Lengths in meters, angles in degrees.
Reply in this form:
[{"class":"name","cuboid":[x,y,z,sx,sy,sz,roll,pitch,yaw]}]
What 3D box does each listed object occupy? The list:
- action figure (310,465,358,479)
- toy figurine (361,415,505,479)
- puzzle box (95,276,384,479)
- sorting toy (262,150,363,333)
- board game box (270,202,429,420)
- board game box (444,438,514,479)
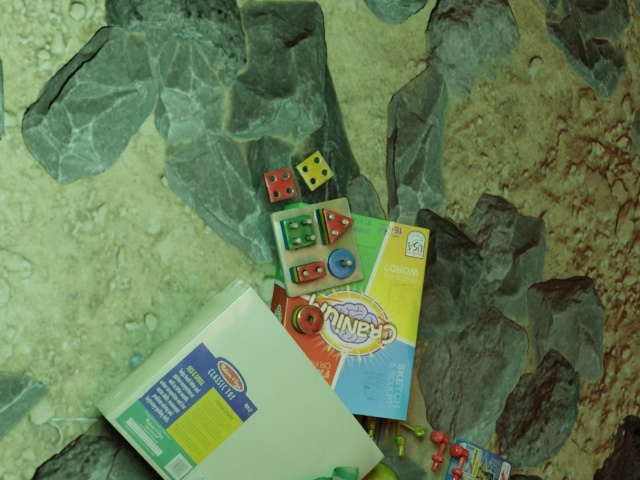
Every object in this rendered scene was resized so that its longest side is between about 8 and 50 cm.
[{"class":"action figure","cuboid":[-0.003,0.465,1.799,0.137,0.063,0.232,-9,120,-35]},{"class":"toy figurine","cuboid":[0.232,0.419,1.959,0.362,0.217,0.191,34,70,-26]},{"class":"puzzle box","cuboid":[-0.105,0.280,1.736,0.272,0.052,0.409,-42,123,-11]},{"class":"sorting toy","cuboid":[0.000,0.000,1.817,0.132,0.046,0.274,-13,92,-25]},{"class":"board game box","cuboid":[0.040,0.117,1.891,0.242,0.064,0.316,10,82,-24]},{"class":"board game box","cuboid":[0.272,0.478,2.139,0.136,0.035,0.201,30,71,-35]}]
